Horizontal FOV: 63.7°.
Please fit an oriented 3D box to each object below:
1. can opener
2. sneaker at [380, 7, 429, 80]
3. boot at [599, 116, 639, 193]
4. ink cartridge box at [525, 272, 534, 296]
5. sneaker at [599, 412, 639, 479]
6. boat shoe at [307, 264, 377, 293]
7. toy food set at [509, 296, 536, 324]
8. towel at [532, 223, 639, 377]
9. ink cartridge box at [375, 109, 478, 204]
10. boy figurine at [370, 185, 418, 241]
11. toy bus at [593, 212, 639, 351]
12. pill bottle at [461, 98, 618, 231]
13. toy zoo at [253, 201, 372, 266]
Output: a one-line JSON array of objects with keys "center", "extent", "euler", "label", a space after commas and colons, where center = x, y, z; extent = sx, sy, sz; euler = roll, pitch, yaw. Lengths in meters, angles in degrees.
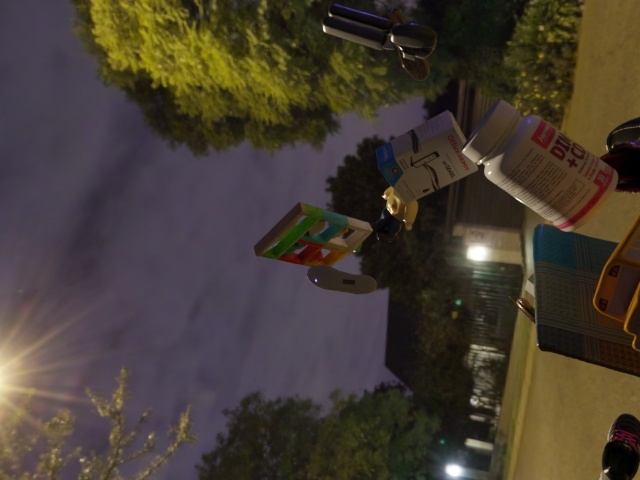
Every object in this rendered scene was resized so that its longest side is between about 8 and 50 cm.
[{"center": [0.138, -0.503, 1.209], "extent": [0.076, 0.283, 0.095], "euler": [-64, -14, -14], "label": "can opener"}, {"center": [0.225, -0.492, 1.280], "extent": [0.071, 0.066, 0.188], "euler": [-44, -74, -28], "label": "sneaker"}, {"center": [0.804, -0.215, 1.273], "extent": [0.377, 0.284, 0.138], "euler": [-140, 38, -61], "label": "boot"}, {"center": [0.768, 0.151, 1.649], "extent": [0.128, 0.176, 0.127], "euler": [-45, -26, -3], "label": "ink cartridge box"}, {"center": [0.557, 0.384, 0.945], "extent": [0.170, 0.063, 0.075], "euler": [-49, -40, -32], "label": "sneaker"}, {"center": [0.043, 0.084, 1.038], "extent": [0.040, 0.142, 0.049], "euler": [79, -156, -74], "label": "boat shoe"}, {"center": [0.723, 0.246, 1.770], "extent": [0.038, 0.132, 0.192], "euler": [-45, -38, 11], "label": "toy food set"}, {"center": [0.631, 0.128, 1.206], "extent": [0.040, 0.271, 0.370], "euler": [100, -173, -50], "label": "towel"}, {"center": [0.262, -0.201, 1.274], "extent": [0.148, 0.203, 0.086], "euler": [47, -152, -34], "label": "ink cartridge box"}, {"center": [0.267, -0.116, 1.750], "extent": [0.177, 0.092, 0.285], "euler": [64, 151, 32], "label": "boy figurine"}, {"center": [0.545, 0.054, 0.836], "extent": [0.332, 0.130, 0.108], "euler": [-28, -49, -44], "label": "toy bus"}, {"center": [0.451, -0.160, 1.082], "extent": [0.160, 0.283, 0.160], "euler": [-55, -2, -3], "label": "pill bottle"}, {"center": [0.000, 0.000, 1.323], "extent": [0.293, 0.192, 0.030], "euler": [15, -135, -43], "label": "toy zoo"}]
